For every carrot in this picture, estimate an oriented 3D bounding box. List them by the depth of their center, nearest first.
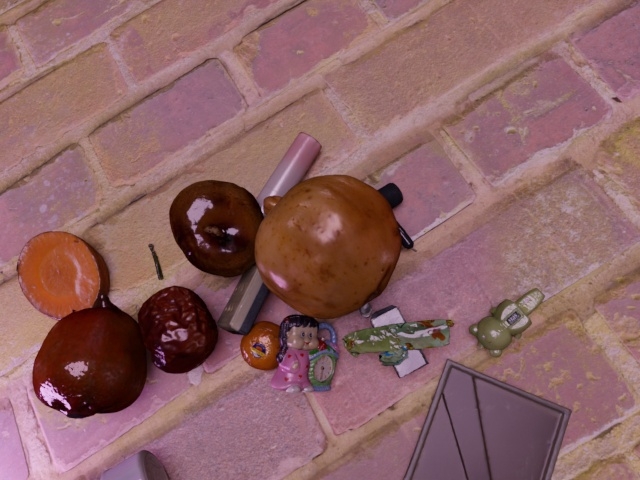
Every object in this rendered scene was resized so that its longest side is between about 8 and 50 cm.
[{"bbox_3d":[-0.797,0.115,1.414,0.258,0.100,0.307,-44,75,-2],"label":"carrot"}]

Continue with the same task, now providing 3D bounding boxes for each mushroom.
[{"bbox_3d":[-0.289,-0.046,1.282,0.267,0.267,0.254,-37,32,-3],"label":"mushroom"}]

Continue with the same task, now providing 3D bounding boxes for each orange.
[{"bbox_3d":[-0.151,0.290,1.260,0.136,0.117,0.135,0,89,18],"label":"orange"}]

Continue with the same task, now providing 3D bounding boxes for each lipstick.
[{"bbox_3d":[-0.115,-0.176,1.399,0.087,0.087,0.326,29,80,15],"label":"lipstick"}]

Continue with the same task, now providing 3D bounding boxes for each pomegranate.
[{"bbox_3d":[0.000,0.000,1.192,0.411,0.410,0.409,-2,74,8],"label":"pomegranate"}]

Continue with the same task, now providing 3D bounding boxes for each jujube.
[{"bbox_3d":[-0.386,0.243,1.248,0.213,0.213,0.232,-35,49,-2],"label":"jujube"}]

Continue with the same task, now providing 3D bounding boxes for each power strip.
[{"bbox_3d":[-0.196,0.139,1.288,0.070,0.105,0.256,38,63,-24],"label":"power strip"}]

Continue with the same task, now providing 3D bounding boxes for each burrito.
[{"bbox_3d":[0.200,0.263,1.158,0.288,0.054,0.104,-7,75,4],"label":"burrito"}]

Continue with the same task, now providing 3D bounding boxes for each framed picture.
[{"bbox_3d":[0.400,0.570,1.146,0.326,0.028,0.445,22,79,14],"label":"framed picture"}]

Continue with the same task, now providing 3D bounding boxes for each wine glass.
[{"bbox_3d":[0.125,0.198,1.261,0.039,0.083,0.042,-19,71,-2],"label":"wine glass"}]

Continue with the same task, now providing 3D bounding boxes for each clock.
[{"bbox_3d":[-0.036,0.298,1.210,0.100,0.194,0.195,-2,79,50],"label":"clock"}]

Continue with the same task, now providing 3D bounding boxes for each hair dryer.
[{"bbox_3d":[0.217,-0.057,1.316,0.125,0.071,0.219,-31,71,-8],"label":"hair dryer"}]

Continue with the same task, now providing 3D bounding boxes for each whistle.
[{"bbox_3d":[0.497,0.209,1.203,0.227,0.085,0.105,-41,73,-3],"label":"whistle"}]

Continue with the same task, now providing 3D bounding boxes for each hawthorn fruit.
[{"bbox_3d":[-0.613,0.329,1.240,0.296,0.294,0.311,-11,39,5],"label":"hawthorn fruit"}]

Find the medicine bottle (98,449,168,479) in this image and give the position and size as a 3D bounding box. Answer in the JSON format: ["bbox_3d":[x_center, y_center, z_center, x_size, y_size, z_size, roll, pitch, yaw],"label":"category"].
[{"bbox_3d":[-0.590,0.706,1.143,0.395,0.242,0.242,-30,72,-5],"label":"medicine bottle"}]

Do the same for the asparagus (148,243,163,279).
[{"bbox_3d":[-0.517,0.065,1.428,0.018,0.015,0.127,-23,72,0],"label":"asparagus"}]

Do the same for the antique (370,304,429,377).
[{"bbox_3d":[0.207,0.268,1.227,0.086,0.088,0.182,-27,73,-1],"label":"antique"}]
